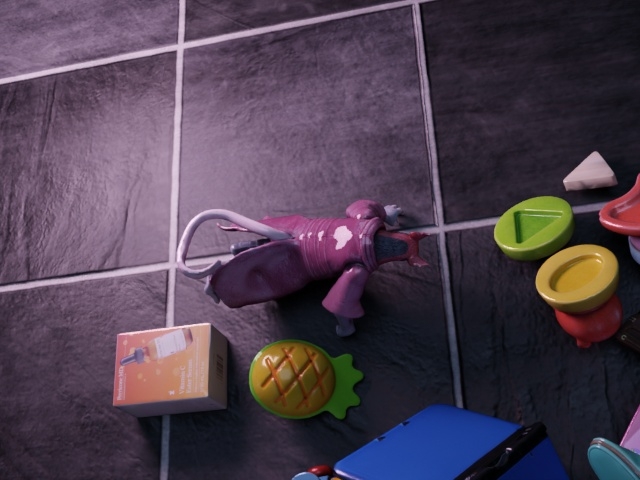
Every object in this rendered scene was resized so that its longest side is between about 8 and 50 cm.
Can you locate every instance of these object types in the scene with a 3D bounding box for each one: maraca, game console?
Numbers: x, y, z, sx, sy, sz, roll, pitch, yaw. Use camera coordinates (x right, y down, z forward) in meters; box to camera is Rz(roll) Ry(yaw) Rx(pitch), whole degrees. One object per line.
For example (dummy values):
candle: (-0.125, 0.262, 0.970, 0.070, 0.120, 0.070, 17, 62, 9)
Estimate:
maraca: (-0.023, 0.227, 1.351, 0.186, 0.099, 0.127, 10, 79, -7)
game console: (0.202, 0.362, 1.155, 0.173, 0.293, 0.250, -31, 80, 40)

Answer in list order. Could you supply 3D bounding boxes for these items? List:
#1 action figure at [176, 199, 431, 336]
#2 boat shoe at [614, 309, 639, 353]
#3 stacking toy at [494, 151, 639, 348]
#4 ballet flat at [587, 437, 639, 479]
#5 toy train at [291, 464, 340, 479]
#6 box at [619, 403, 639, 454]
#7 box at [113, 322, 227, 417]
action figure: (0.000, 0.000, 1.358, 0.370, 0.276, 0.248, -7, 58, 27)
boat shoe: (0.531, 0.189, 1.230, 0.073, 0.073, 0.207, -43, 56, -2)
stacking toy: (0.448, 0.009, 1.327, 0.309, 0.130, 0.279, -35, 31, -6)
ballet flat: (0.449, 0.342, 1.056, 0.087, 0.083, 0.247, -25, 60, -24)
toy train: (0.080, 0.360, 1.233, 0.248, 0.143, 0.105, -15, 64, 9)
box: (0.524, 0.337, 1.137, 0.243, 0.117, 0.213, 28, 76, 24)
box: (-0.252, 0.222, 1.415, 0.170, 0.091, 0.130, -8, 65, 11)
